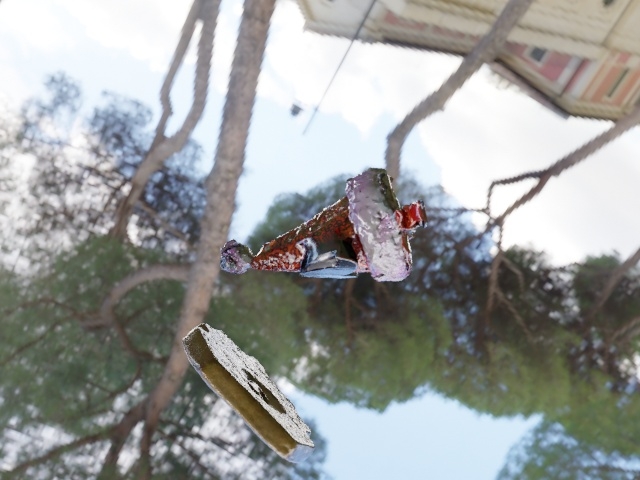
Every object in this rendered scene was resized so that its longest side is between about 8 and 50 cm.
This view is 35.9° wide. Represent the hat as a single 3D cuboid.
[{"bbox_3d":[0.001,0.003,1.070,0.228,0.128,0.140,-14,-165,3],"label":"hat"}]

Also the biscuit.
[{"bbox_3d":[-0.080,0.162,1.074,0.182,0.034,0.215,47,180,-5],"label":"biscuit"}]
